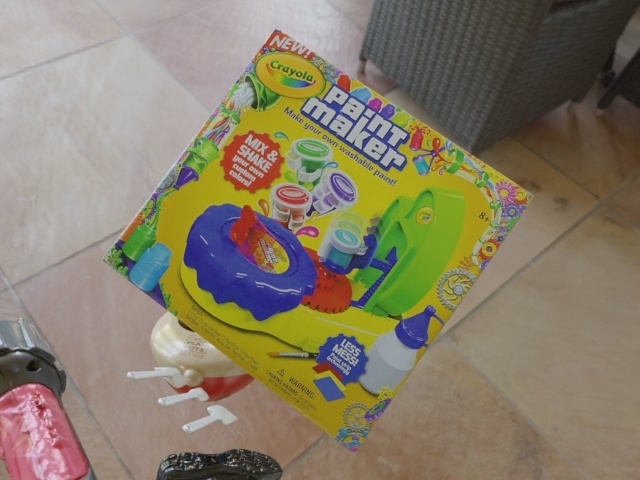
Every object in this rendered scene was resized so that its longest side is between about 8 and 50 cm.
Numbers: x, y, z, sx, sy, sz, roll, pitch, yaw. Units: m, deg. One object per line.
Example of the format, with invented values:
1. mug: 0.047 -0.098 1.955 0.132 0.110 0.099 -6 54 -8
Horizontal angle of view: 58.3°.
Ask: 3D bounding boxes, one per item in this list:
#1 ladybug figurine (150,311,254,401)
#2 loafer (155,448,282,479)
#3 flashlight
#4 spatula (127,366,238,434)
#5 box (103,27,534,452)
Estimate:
1. ladybug figurine: -0.253 0.261 1.416 0.305 0.161 0.449 8 14 7
2. loafer: -0.173 0.411 0.991 0.223 0.078 0.076 10 12 -29
3. flashlight: -0.204 0.162 0.419 0.304 0.103 0.103 38 99 41
4. spatula: -0.233 0.264 0.966 0.168 0.242 0.019 39 86 12
5. box: 0.000 0.000 0.599 0.290 0.177 0.279 35 87 8
